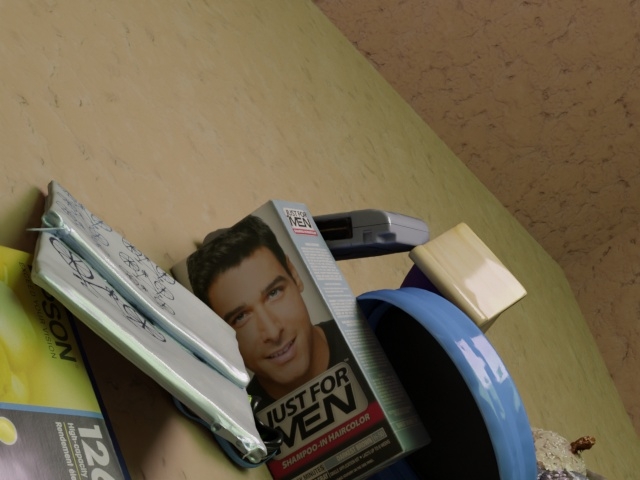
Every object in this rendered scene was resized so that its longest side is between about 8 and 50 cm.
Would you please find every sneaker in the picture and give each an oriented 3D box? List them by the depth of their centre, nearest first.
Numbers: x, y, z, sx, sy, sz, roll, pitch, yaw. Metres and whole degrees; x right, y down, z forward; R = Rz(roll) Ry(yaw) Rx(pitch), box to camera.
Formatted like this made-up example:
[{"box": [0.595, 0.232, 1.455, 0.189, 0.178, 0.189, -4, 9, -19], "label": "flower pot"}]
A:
[{"box": [-0.117, 0.202, 1.408, 0.188, 0.078, 0.067, 47, 21, -21], "label": "sneaker"}]

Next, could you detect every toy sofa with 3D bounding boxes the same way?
[{"box": [0.147, 0.149, 1.763, 0.177, 0.362, 0.150, -28, 69, -31], "label": "toy sofa"}]

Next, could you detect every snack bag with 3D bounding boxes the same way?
[{"box": [-0.194, 0.077, 1.287, 0.323, 0.037, 0.342, 43, 5, -17], "label": "snack bag"}]

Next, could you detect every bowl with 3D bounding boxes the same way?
[{"box": [0.148, 0.248, 1.579, 0.077, 0.391, 0.391, -20, 73, -28], "label": "bowl"}]

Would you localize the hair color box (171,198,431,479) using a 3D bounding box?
[{"box": [-0.029, 0.151, 1.539, 0.374, 0.185, 0.114, 62, 21, 15], "label": "hair color box"}]

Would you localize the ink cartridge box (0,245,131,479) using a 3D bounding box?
[{"box": [-0.285, 0.143, 1.108, 0.307, 0.072, 0.303, 18, 41, -58], "label": "ink cartridge box"}]

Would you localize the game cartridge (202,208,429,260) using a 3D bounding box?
[{"box": [0.000, 0.000, 1.703, 0.198, 0.297, 0.062, 0, 83, -67], "label": "game cartridge"}]

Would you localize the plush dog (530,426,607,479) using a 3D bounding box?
[{"box": [0.399, 0.462, 2.147, 0.262, 0.211, 0.225, 55, 45, -1], "label": "plush dog"}]

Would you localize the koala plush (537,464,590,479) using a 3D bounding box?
[{"box": [0.376, 0.440, 1.932, 0.196, 0.221, 0.203, 40, 53, -38], "label": "koala plush"}]
